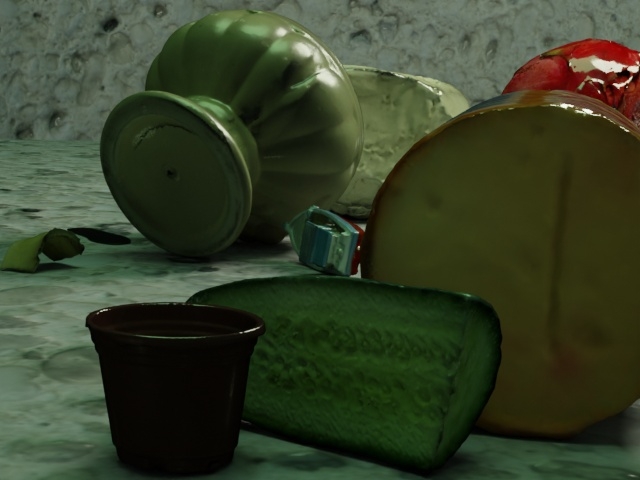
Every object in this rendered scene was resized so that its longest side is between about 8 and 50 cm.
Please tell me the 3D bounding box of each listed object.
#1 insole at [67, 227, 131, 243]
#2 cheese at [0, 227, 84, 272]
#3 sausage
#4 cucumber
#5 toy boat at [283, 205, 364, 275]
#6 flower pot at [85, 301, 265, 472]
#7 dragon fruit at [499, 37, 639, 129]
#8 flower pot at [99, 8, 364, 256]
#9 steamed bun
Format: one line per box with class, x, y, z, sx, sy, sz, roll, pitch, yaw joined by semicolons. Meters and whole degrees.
insole;-0.295;-0.006;1.709;0.053;0.002;0.153;-5;11;-36
cheese;-0.319;0.011;1.454;0.060;0.041;0.084;-9;9;42
sausage;0.160;0.000;0.974;0.233;0.233;0.287;3;7;10
cucumber;0.003;0.073;0.850;0.244;0.115;0.063;9;5;36
toy boat;0.000;0.000;1.485;0.059;0.069;0.173;8;8;-22
flower pot;-0.090;0.091;0.788;0.111;0.089;0.111;2;8;0
dragon fruit;0.430;-0.181;2.088;0.296;0.295;0.302;-5;-9;-37
flower pot;-0.123;-0.120;1.603;0.308;0.307;0.244;7;28;31
steamed bun;0.056;-0.156;2.014;0.334;0.232;0.312;10;6;-2
